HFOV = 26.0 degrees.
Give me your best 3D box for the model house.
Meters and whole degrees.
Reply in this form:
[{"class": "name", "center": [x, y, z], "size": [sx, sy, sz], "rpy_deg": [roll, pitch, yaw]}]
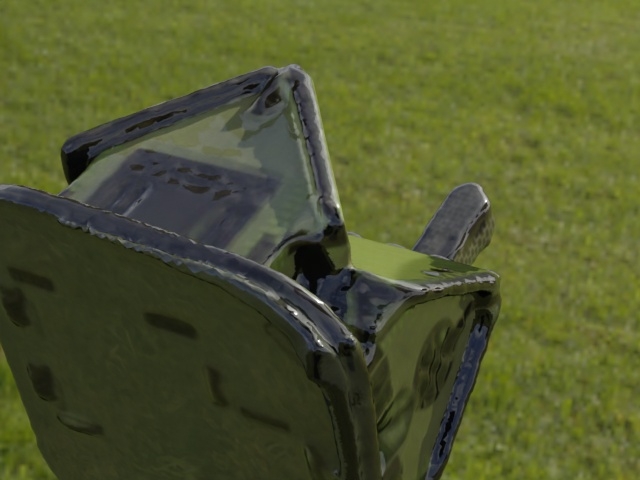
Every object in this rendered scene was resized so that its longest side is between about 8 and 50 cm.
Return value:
[{"class": "model house", "center": [0.000, 0.000, 0.678], "size": [0.205, 0.218, 0.279], "rpy_deg": [18, 48, 26]}]
